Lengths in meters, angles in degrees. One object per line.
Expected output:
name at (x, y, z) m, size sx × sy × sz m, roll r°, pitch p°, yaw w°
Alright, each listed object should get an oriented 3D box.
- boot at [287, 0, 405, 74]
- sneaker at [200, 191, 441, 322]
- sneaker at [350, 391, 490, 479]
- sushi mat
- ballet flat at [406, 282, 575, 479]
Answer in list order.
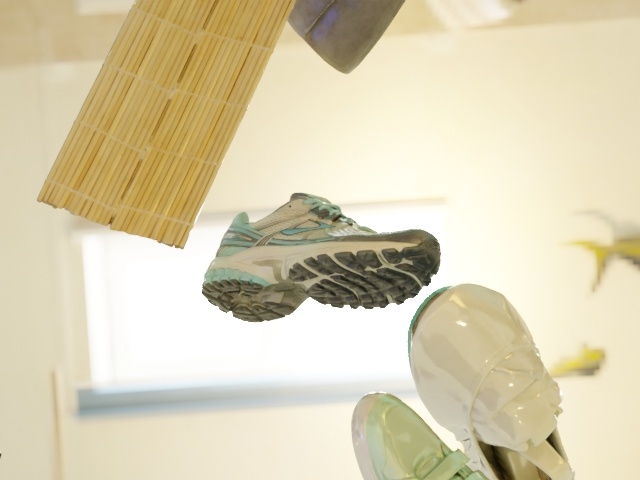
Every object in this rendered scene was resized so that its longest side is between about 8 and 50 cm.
boot at (0.033, -0.307, 2.048) m, size 0.208 × 0.189 × 0.076 m, roll -43°, pitch 169°, yaw 37°
sneaker at (0.000, 0.000, 2.006) m, size 0.283 × 0.122 × 0.110 m, roll -7°, pitch 147°, yaw 33°
sneaker at (0.143, 0.227, 1.720) m, size 0.151 × 0.256 × 0.094 m, roll -27°, pitch -168°, yaw 48°
sushi mat at (-0.141, -0.146, 1.860) m, size 0.151 × 0.316 × 0.019 m, roll 20°, pitch 160°, yaw 8°
ballet flat at (0.195, 0.180, 1.950) m, size 0.139 × 0.139 × 0.400 m, roll -4°, pitch 146°, yaw 14°
